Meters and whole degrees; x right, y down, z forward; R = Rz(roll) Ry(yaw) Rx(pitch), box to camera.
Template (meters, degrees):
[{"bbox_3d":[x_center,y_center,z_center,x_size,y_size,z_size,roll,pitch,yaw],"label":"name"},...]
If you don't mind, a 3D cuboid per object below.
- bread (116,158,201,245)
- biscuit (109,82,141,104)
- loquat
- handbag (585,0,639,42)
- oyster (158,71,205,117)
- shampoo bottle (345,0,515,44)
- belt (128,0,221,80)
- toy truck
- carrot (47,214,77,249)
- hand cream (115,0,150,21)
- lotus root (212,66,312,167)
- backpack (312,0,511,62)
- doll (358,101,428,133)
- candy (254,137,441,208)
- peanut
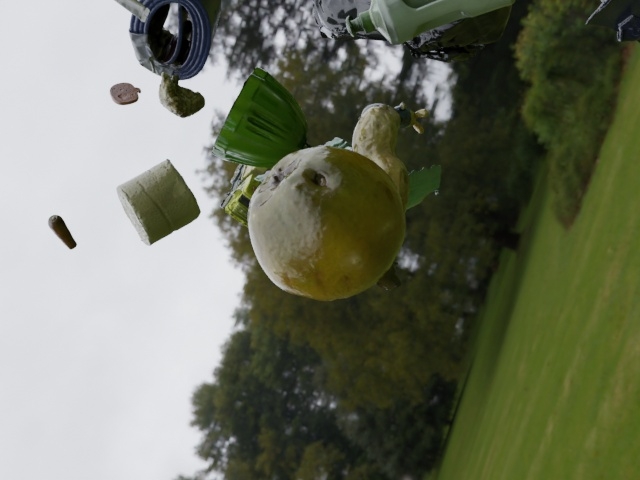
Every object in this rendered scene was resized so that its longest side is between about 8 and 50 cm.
[{"bbox_3d":[-0.353,-0.084,1.780,0.141,0.148,0.134,-32,7,-21],"label":"bread"},{"bbox_3d":[-0.501,-0.377,2.093,0.015,0.078,0.091,93,155,-45],"label":"biscuit"},{"bbox_3d":[0.022,-0.010,1.113,0.213,0.246,0.213,-37,28,23],"label":"loquat"},{"bbox_3d":[0.633,-0.379,1.346,0.269,0.325,0.118,119,171,-79],"label":"handbag"},{"bbox_3d":[-0.215,-0.228,1.288,0.083,0.038,0.081,-12,-54,-31],"label":"oyster"},{"bbox_3d":[0.148,-0.340,1.154,0.118,0.234,0.087,-92,-19,-53],"label":"shampoo bottle"},{"bbox_3d":[-0.368,-0.553,2.061,0.347,0.212,0.117,123,160,-61],"label":"belt"},{"bbox_3d":[-0.191,-0.173,2.456,0.157,0.124,0.272,-44,20,33],"label":"toy truck"},{"bbox_3d":[-0.522,-0.018,1.644,0.093,0.032,0.032,71,-144,-50],"label":"carrot"},{"bbox_3d":[-0.467,-0.567,1.872,0.037,0.165,0.057,-62,13,-28],"label":"hand cream"},{"bbox_3d":[-0.088,-0.201,1.494,0.186,0.186,0.186,19,-90,-81],"label":"lotus root"},{"bbox_3d":[0.163,-0.530,1.565,0.255,0.445,0.363,18,-98,-58],"label":"backpack"},{"bbox_3d":[0.179,-0.294,1.981,0.089,0.179,0.102,-108,24,-49],"label":"doll"},{"bbox_3d":[0.052,-0.144,1.866,0.262,0.398,0.172,-19,-57,-30],"label":"candy"},{"bbox_3d":[0.118,-0.149,1.595,0.098,0.103,0.230,8,-114,-63],"label":"peanut"}]
